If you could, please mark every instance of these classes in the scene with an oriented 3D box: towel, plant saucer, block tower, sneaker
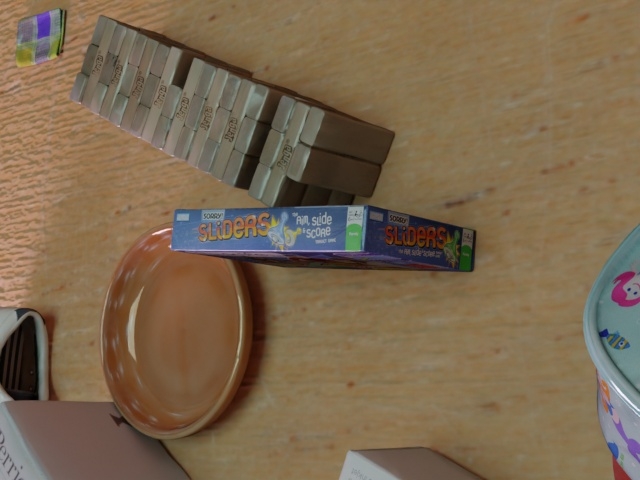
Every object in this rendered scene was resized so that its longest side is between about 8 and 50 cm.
[{"bbox_3d":[-0.317,-0.228,1.308,0.083,0.009,0.060,-1,82,42],"label":"towel"},{"bbox_3d":[-0.130,0.083,1.077,0.200,0.037,0.200,-7,80,40],"label":"plant saucer"},{"bbox_3d":[-0.096,-0.114,1.039,0.335,0.097,0.091,28,101,42],"label":"block tower"},{"bbox_3d":[-0.331,0.191,1.199,0.091,0.094,0.258,-14,73,44],"label":"sneaker"}]

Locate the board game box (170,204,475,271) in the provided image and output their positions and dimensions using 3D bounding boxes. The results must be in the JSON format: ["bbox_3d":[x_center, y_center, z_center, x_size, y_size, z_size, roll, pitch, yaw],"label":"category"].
[{"bbox_3d":[0.000,0.000,0.908,0.201,0.136,0.035,0,83,41],"label":"board game box"}]

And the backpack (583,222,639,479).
[{"bbox_3d":[0.260,0.035,0.571,0.253,0.191,0.225,-42,53,-13],"label":"backpack"}]

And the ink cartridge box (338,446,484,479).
[{"bbox_3d":[0.073,0.290,0.821,0.172,0.100,0.237,24,100,41],"label":"ink cartridge box"}]

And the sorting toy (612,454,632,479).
[{"bbox_3d":[0.268,0.207,0.670,0.255,0.089,0.257,9,90,42],"label":"sorting toy"}]

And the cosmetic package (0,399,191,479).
[{"bbox_3d":[-0.282,0.392,1.081,0.230,0.161,0.453,45,112,36],"label":"cosmetic package"}]
